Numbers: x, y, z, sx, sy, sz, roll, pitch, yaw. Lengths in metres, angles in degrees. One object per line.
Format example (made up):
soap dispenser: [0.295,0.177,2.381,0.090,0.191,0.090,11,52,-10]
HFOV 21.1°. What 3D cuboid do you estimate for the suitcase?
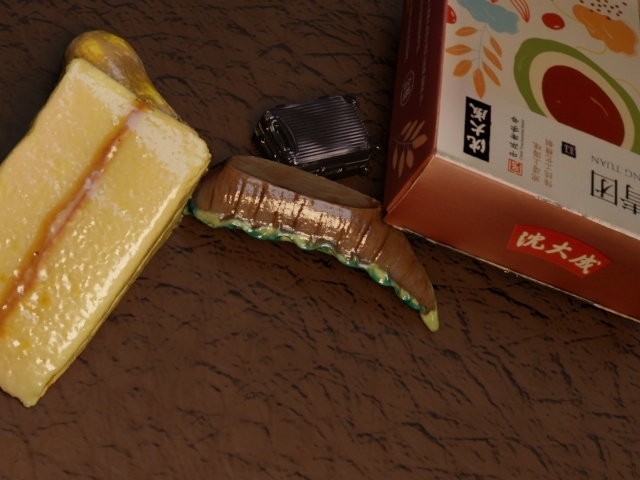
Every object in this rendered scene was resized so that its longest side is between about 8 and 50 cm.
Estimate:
suitcase: [-0.005,-0.102,1.809,0.126,0.059,0.086,-14,62,-30]

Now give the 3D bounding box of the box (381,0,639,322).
box: [0.252,-0.139,1.818,0.344,0.122,0.385,21,49,-17]

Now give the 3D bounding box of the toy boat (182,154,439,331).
toy boat: [0.007,-0.008,1.723,0.292,0.099,0.108,25,23,-6]

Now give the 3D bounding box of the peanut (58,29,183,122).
peanut: [-0.192,-0.124,1.719,0.087,0.087,0.207,-18,63,-34]

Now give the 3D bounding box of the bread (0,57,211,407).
bread: [-0.236,-0.008,1.561,0.167,0.163,0.264,32,49,-1]
